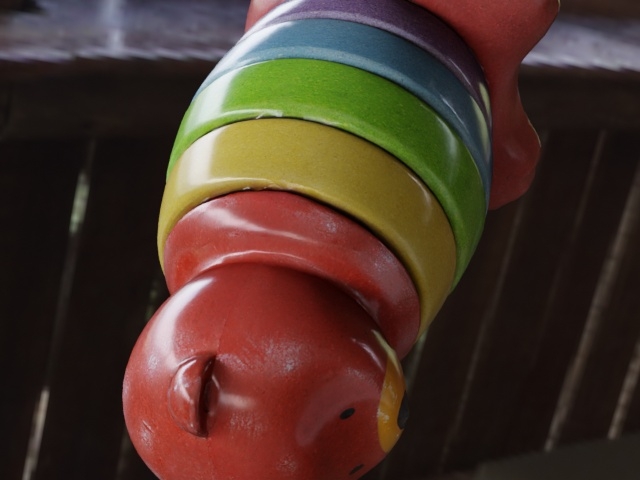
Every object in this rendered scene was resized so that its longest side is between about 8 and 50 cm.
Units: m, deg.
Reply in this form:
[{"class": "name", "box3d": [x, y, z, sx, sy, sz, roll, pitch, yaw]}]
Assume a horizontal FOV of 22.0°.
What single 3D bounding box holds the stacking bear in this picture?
[{"class": "stacking bear", "box3d": [0.000, 0.000, 0.759, 0.164, 0.175, 0.289, 11, 47, 11]}]
